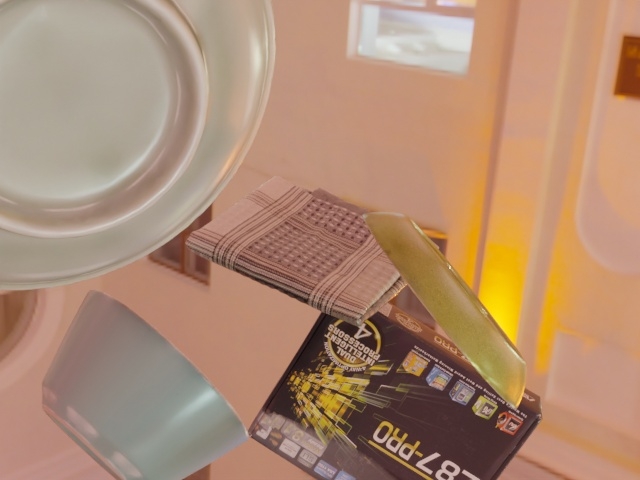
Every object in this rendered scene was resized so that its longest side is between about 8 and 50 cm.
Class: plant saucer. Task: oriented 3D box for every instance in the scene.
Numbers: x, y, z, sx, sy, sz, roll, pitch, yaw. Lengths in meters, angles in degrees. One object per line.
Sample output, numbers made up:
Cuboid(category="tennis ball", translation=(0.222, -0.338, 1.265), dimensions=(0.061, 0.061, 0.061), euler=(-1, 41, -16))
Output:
Cuboid(category="plant saucer", translation=(-0.202, -0.114, 0.698), dimensions=(0.401, 0.400, 0.100), euler=(-7, -147, -28))
Cuboid(category="plant saucer", translation=(0.130, 0.057, 0.893), dimensions=(0.037, 0.241, 0.241), euler=(-39, -160, 7))

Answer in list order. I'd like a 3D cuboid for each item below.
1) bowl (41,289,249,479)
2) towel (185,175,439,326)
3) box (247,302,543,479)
Cuboid(category="bowl", translation=(-0.269, 0.234, 1.271), dimensions=(0.312, 0.311, 0.163), euler=(23, -118, 43))
Cuboid(category="towel", translation=(0.000, 0.000, 1.456), dimensions=(0.312, 0.056, 0.324), euler=(23, -151, 19))
Cuboid(category="box", translation=(0.122, 0.296, 1.536), dimensions=(0.395, 0.318, 0.097), euler=(33, -162, 2))
